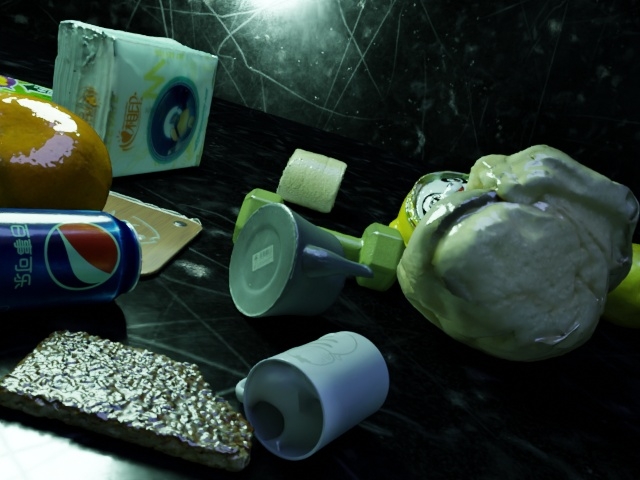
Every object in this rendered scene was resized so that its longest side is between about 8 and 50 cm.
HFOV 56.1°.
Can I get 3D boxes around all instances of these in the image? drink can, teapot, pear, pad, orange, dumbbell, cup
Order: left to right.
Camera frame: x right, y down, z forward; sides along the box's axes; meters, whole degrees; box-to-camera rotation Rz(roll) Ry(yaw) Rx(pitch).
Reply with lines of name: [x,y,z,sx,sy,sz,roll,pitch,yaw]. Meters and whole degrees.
orange: [-0.403,-0.084,0.796,0.240,0.171,0.240,8,49,-9]
drink can: [-0.317,0.021,0.686,0.205,0.118,0.118,-1,26,-47]
pad: [-0.358,-0.028,0.970,0.284,0.018,0.286,18,19,1]
teapot: [-0.033,0.041,0.876,0.149,0.162,0.239,15,-14,-37]
cup: [-0.015,0.146,0.626,0.136,0.099,0.133,29,21,29]
dumbbell: [0.000,0.000,1.073,0.302,0.121,0.108,16,47,-6]
pear: [0.669,0.098,1.311,0.200,0.199,0.200,16,17,-5]

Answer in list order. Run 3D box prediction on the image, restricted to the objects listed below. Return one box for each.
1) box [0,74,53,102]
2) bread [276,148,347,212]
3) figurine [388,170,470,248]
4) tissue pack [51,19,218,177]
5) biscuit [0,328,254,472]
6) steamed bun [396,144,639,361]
box: [-0.648,-0.299,1.381,0.346,0.097,0.134,13,26,-15]
bread: [-0.021,-0.145,1.455,0.141,0.133,0.148,18,4,-1]
figurine: [0.321,-0.016,1.268,0.340,0.231,0.323,25,55,32]
tissue pack: [-0.389,-0.295,1.296,0.162,0.287,0.388,18,17,15]
biscuit: [-0.174,0.148,0.588,0.237,0.026,0.131,16,19,-2]
steamed bun: [0.314,0.022,0.975,0.324,0.372,0.230,53,-16,-12]
